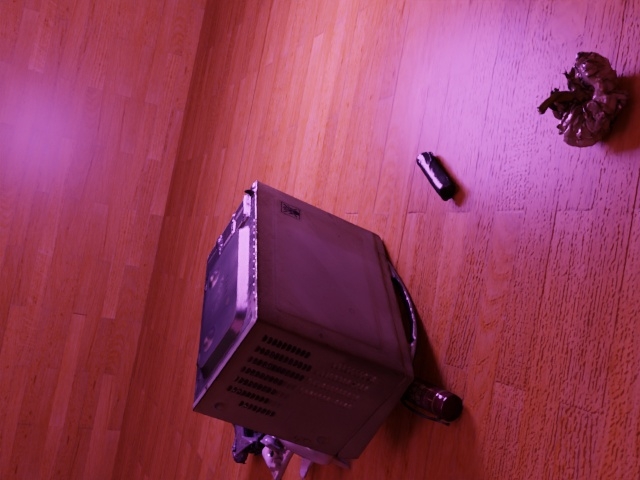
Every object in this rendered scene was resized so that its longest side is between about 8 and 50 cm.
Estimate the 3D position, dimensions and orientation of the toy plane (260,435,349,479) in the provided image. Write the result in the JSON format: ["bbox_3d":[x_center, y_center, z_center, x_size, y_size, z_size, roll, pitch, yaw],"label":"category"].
[{"bbox_3d":[-0.029,0.376,1.340,0.245,0.117,0.244,-43,29,31],"label":"toy plane"}]

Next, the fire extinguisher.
[{"bbox_3d":[0.164,0.248,1.073,0.158,0.043,0.064,8,88,65],"label":"fire extinguisher"}]

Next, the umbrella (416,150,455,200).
[{"bbox_3d":[0.202,-0.117,1.172,0.036,0.031,0.133,-40,37,14],"label":"umbrella"}]

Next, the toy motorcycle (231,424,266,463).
[{"bbox_3d":[-0.153,0.454,1.600,0.215,0.080,0.122,-41,46,44],"label":"toy motorcycle"}]

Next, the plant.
[{"bbox_3d":[0.322,-0.182,0.859,0.104,0.122,0.116,124,141,-59],"label":"plant"}]

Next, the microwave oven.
[{"bbox_3d":[-0.038,0.138,1.178,0.247,0.333,0.394,-57,22,28],"label":"microwave oven"}]
